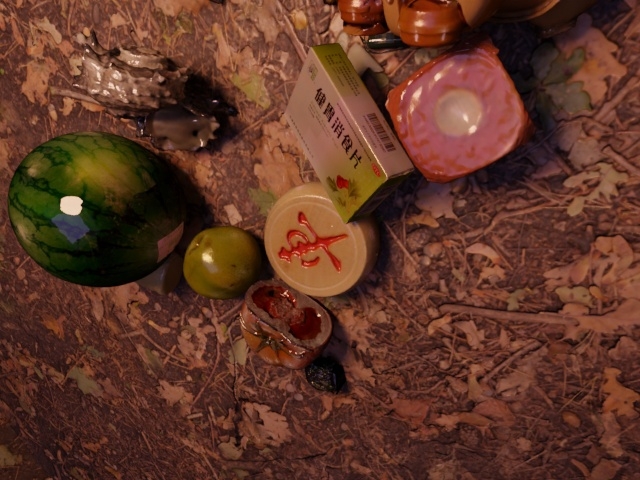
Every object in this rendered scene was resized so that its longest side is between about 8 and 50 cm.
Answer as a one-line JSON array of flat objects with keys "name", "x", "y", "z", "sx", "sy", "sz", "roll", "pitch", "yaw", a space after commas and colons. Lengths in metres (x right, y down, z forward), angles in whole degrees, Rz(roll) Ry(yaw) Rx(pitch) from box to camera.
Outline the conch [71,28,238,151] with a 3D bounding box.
[{"name": "conch", "x": -0.319, "y": -0.293, "z": 0.803, "sx": 0.241, "sy": 0.313, "sz": 0.186, "roll": 23, "pitch": 82, "yaw": 51}]

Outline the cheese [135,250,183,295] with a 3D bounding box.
[{"name": "cheese", "x": -0.457, "y": 0.062, "z": 1.085, "sx": 0.167, "sy": 0.094, "sz": 0.123, "roll": 20, "pitch": 106, "yaw": 10}]

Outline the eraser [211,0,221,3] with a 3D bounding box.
[{"name": "eraser", "x": -0.267, "y": -0.568, "z": 0.785, "sx": 0.225, "sy": 0.052, "sz": 0.095, "roll": 42, "pitch": 117, "yaw": 4}]

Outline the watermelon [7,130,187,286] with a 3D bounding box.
[{"name": "watermelon", "x": -0.481, "y": -0.068, "z": 0.902, "sx": 0.364, "sy": 0.363, "sz": 0.362, "roll": 8, "pitch": 112, "yaw": 20}]

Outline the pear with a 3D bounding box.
[{"name": "pear", "x": -0.209, "y": 0.065, "z": 0.953, "sx": 0.180, "sy": 0.166, "sz": 0.216, "roll": -35, "pitch": 120, "yaw": 18}]

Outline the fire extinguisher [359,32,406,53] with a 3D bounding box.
[{"name": "fire extinguisher", "x": 0.111, "y": -0.352, "z": 0.729, "sx": 0.084, "sy": 0.025, "sz": 0.038, "roll": 7, "pitch": 135, "yaw": 20}]

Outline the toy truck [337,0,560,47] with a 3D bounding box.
[{"name": "toy truck", "x": 0.155, "y": -0.376, "z": 0.529, "sx": 0.288, "sy": 0.212, "sz": 0.204, "roll": 43, "pitch": 149, "yaw": 43}]

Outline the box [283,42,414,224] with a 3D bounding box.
[{"name": "box", "x": 0.037, "y": -0.179, "z": 0.721, "sx": 0.260, "sy": 0.062, "sz": 0.175, "roll": 63, "pitch": 153, "yaw": 12}]

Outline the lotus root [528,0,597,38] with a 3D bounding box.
[{"name": "lotus root", "x": 0.330, "y": -0.435, "z": 0.539, "sx": 0.147, "sy": 0.131, "sz": 0.302, "roll": -9, "pitch": 112, "yaw": -9}]

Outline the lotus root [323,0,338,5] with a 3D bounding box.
[{"name": "lotus root", "x": 0.054, "y": -0.473, "z": 0.669, "sx": 0.191, "sy": 0.095, "sz": 0.108, "roll": -38, "pitch": 70, "yaw": 34}]

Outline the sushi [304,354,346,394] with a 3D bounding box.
[{"name": "sushi", "x": 0.008, "y": 0.325, "z": 1.016, "sx": 0.083, "sy": 0.056, "sz": 0.084, "roll": -5, "pitch": 109, "yaw": 32}]

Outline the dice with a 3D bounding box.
[{"name": "dice", "x": 0.220, "y": -0.207, "z": 0.656, "sx": 0.174, "sy": 0.179, "sz": 0.174, "roll": -29, "pitch": 102, "yaw": 28}]

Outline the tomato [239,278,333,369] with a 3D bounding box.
[{"name": "tomato", "x": -0.092, "y": 0.209, "z": 0.945, "sx": 0.214, "sy": 0.181, "sz": 0.155, "roll": 35, "pitch": 125, "yaw": 11}]

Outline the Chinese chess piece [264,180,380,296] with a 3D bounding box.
[{"name": "Chinese chess piece", "x": 0.000, "y": 0.000, "z": 0.868, "sx": 0.251, "sy": 0.097, "sz": 0.250, "roll": 8, "pitch": 112, "yaw": 19}]
